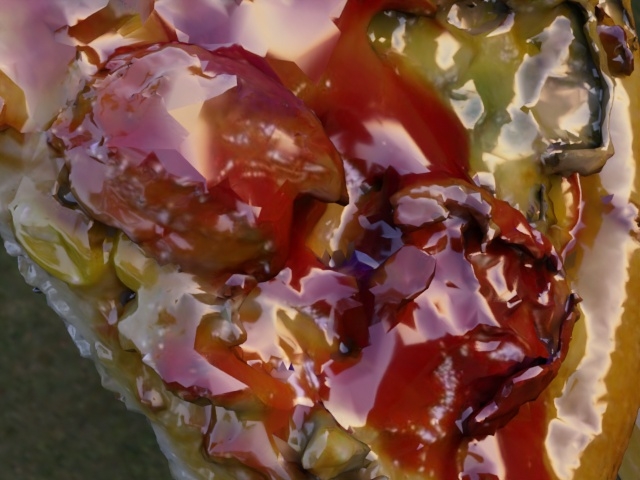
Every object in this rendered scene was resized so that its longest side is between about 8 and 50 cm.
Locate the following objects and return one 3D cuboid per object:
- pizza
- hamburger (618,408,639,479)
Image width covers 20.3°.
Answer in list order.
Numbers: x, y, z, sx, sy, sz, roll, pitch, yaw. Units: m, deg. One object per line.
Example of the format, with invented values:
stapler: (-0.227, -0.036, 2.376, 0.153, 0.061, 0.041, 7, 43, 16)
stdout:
pizza: (0.000, 0.000, 0.376, 0.053, 0.193, 0.201, -17, 60, 57)
hamburger: (0.288, 0.051, 0.868, 0.304, 0.284, 0.174, -24, 11, 24)
